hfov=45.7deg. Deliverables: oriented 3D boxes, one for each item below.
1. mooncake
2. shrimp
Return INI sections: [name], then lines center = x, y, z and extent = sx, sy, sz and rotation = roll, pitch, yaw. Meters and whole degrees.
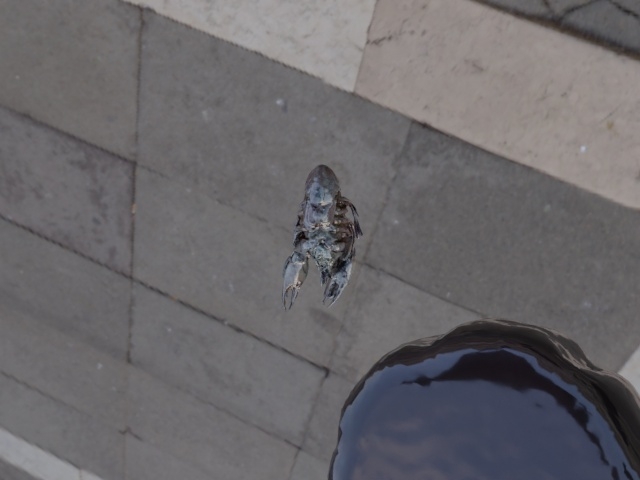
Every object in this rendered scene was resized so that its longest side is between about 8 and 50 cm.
[mooncake]
center = 0.150, 0.205, 0.640
extent = 0.282, 0.141, 0.283
rotation = 1, 93, 28
[shrimp]
center = 0.003, 0.003, 0.409
extent = 0.038, 0.029, 0.092
rotation = 14, 128, -2
